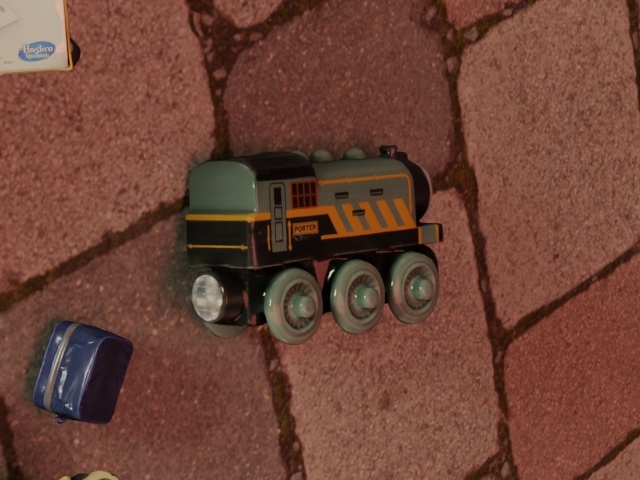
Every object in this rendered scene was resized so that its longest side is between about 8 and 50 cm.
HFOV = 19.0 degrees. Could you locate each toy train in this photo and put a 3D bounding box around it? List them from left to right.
[{"bbox_3d":[0.000,0.000,1.964,0.334,0.142,0.190,-7,97,-45],"label":"toy train"}]

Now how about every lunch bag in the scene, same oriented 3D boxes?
[{"bbox_3d":[-0.230,0.128,1.811,0.067,0.065,0.098,25,82,-62],"label":"lunch bag"}]

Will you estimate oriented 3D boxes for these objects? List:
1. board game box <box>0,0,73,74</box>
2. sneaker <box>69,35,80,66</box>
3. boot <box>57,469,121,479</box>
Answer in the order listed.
[{"bbox_3d":[-0.325,-0.285,1.501,0.242,0.064,0.316,-4,108,-10],"label":"board game box"},{"bbox_3d":[-0.314,-0.182,1.632,0.224,0.083,0.098,29,91,-35],"label":"sneaker"},{"bbox_3d":[-0.269,0.304,1.642,0.284,0.138,0.377,-44,152,-32],"label":"boot"}]
